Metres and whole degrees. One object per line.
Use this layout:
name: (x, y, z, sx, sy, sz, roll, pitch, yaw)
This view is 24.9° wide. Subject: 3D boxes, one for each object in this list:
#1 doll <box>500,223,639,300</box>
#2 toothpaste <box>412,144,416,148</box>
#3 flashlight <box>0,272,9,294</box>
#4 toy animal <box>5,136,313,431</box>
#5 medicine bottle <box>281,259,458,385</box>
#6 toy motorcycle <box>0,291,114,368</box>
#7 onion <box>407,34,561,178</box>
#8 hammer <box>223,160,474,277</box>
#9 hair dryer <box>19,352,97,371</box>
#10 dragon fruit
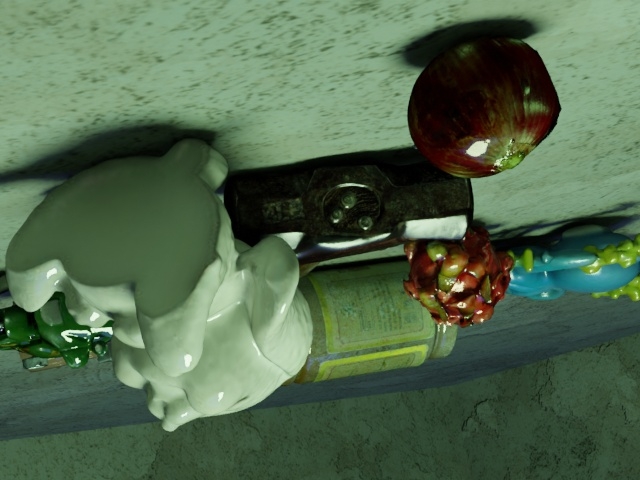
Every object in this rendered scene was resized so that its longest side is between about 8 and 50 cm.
doll: (0.324, 0.030, 2.059, 0.341, 0.099, 0.346, -2, 170, 26)
toothpaste: (0.123, -0.100, 1.352, 0.083, 0.019, 0.027, -16, -174, 44)
flashlight: (-0.374, 0.054, 1.659, 0.018, 0.018, 0.083, -5, 168, -44)
toy animal: (-0.110, 0.054, 1.291, 0.271, 0.206, 0.265, 15, 155, 36)
medicine bottle: (0.016, 0.114, 1.983, 0.322, 0.151, 0.151, -7, 168, -19)
toy motorcycle: (-0.279, 0.090, 1.680, 0.187, 0.125, 0.274, -14, 173, 20)
onion: (0.119, -0.104, 1.113, 0.118, 0.118, 0.117, -2, 133, -38)
hammer: (0.000, 0.000, 1.566, 0.242, 0.095, 0.409, -8, 171, -12)
hair dryer: (-0.370, 0.127, 1.941, 0.117, 0.064, 0.181, -14, 163, 12)
dragon fruit: (0.169, 0.036, 1.825, 0.133, 0.150, 0.207, -41, 159, 3)
